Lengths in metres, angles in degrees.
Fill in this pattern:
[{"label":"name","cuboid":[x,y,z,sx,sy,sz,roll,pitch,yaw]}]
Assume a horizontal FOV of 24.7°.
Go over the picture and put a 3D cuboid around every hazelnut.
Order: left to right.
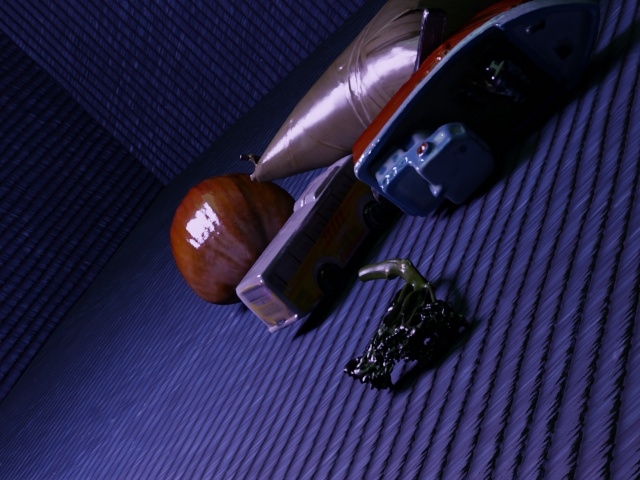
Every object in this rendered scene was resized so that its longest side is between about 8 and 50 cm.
[{"label":"hazelnut","cuboid":[-0.130,-0.012,2.215,0.210,0.186,0.210,-35,2,2]}]

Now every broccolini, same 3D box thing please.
[{"label":"broccolini","cuboid":[0.063,0.080,1.465,0.123,0.062,0.271,-31,16,-2]}]

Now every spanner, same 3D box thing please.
[{"label":"spanner","cuboid":[0.116,-0.155,1.783,0.093,0.026,0.325,-13,-41,-18]}]

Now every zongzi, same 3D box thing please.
[{"label":"zongzi","cuboid":[0.123,-0.265,2.046,0.418,0.181,0.447,-24,20,36]}]

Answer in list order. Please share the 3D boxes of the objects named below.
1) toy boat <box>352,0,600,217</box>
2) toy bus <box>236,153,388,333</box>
[{"label":"toy boat","cuboid":[0.191,-0.159,1.679,0.332,0.145,0.133,-45,34,15]},{"label":"toy bus","cuboid":[0.000,0.000,1.880,0.092,0.106,0.268,-28,20,53]}]
